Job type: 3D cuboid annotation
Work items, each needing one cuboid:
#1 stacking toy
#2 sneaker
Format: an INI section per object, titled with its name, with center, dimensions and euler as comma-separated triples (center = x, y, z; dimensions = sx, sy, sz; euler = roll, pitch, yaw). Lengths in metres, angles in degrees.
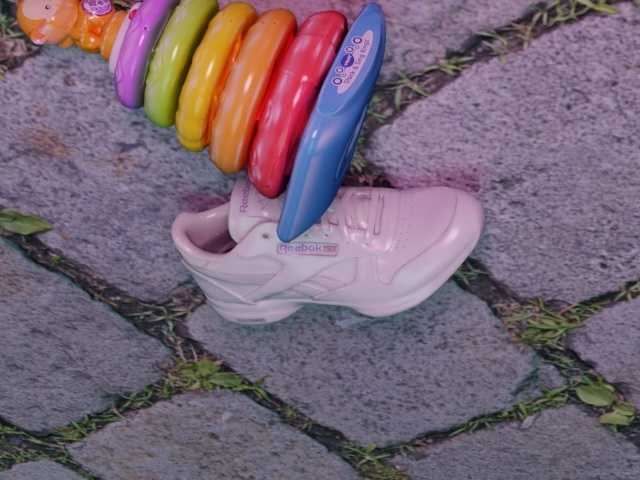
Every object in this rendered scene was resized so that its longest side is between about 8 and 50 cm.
[stacking toy]
center = -0.108, -0.145, 1.246
dimensions = 0.302, 0.175, 0.165
euler = 22, 145, 4
[sneaker]
center = 0.000, 0.000, 1.413
dimensions = 0.305, 0.114, 0.152
euler = -13, 139, 24
